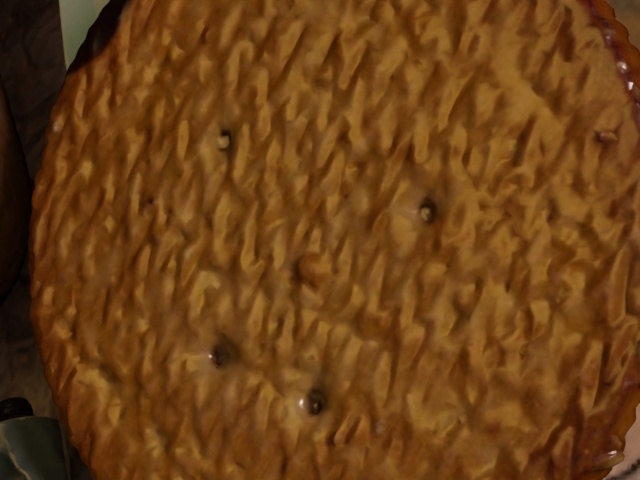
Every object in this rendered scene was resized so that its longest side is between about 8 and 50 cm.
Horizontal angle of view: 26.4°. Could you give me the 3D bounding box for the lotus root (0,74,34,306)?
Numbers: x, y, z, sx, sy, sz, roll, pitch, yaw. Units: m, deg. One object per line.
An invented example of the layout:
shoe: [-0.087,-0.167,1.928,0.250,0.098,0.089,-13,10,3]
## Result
lotus root: [-0.267,-0.019,0.713,0.272,0.272,0.192,-20,102,32]

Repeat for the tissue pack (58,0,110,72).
tissue pack: [-0.012,-0.174,0.661,0.263,0.089,0.177,-33,51,26]

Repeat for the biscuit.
biscuit: [0.000,0.000,0.553,0.305,0.038,0.305,-3,84,31]

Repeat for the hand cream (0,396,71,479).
hand cream: [-0.136,0.187,0.613,0.075,0.052,0.248,-25,56,29]
